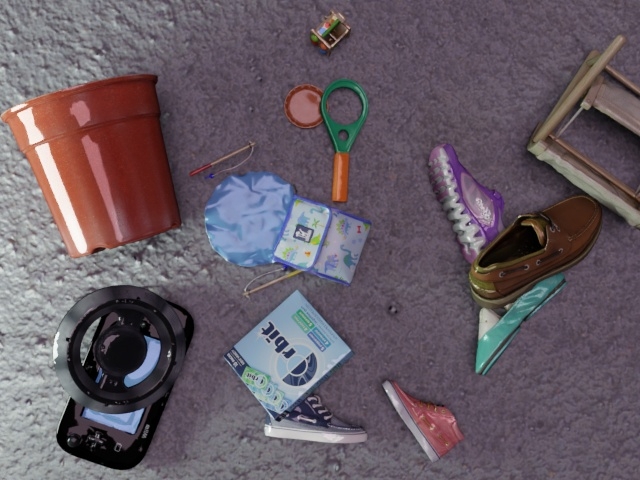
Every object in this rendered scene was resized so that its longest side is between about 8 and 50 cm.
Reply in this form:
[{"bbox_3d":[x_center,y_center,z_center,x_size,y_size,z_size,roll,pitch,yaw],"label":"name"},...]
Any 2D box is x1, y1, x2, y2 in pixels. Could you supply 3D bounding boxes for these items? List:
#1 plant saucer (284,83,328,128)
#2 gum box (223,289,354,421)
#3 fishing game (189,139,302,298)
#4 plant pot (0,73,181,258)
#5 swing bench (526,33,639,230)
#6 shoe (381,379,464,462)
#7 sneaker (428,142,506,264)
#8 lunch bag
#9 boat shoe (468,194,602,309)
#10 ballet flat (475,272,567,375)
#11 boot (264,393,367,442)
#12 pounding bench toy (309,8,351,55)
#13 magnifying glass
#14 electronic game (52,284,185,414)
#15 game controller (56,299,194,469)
[{"bbox_3d":[-0.027,-0.253,1.525,0.083,0.013,0.083,0,88,-1],"label":"plant saucer"},{"bbox_3d":[-0.058,0.208,1.462,0.184,0.041,0.157,-41,68,-3],"label":"gum box"},{"bbox_3d":[-0.123,-0.042,1.501,0.189,0.041,0.264,-27,96,-2],"label":"fishing game"},{"bbox_3d":[-0.374,-0.122,1.399,0.272,0.272,0.265,-17,96,-2],"label":"plant pot"},{"bbox_3d":[0.546,-0.188,1.468,0.253,0.165,0.254,36,92,0],"label":"swing bench"},{"bbox_3d":[0.190,0.316,1.482,0.081,0.063,0.178,-35,94,-4],"label":"shoe"},{"bbox_3d":[0.282,-0.075,1.492,0.104,0.095,0.236,-25,94,-8],"label":"sneaker"},{"bbox_3d":[0.000,0.000,1.465,0.151,0.096,0.129,21,86,-10],"label":"lunch bag"},{"bbox_3d":[0.396,0.002,1.441,0.307,0.104,0.111,-38,48,-19],"label":"boat shoe"},{"bbox_3d":[0.347,0.135,1.490,0.087,0.083,0.247,42,83,14],"label":"ballet flat"},{"bbox_3d":[-0.006,0.320,1.470,0.190,0.069,0.086,5,83,1],"label":"boot"},{"bbox_3d":[0.016,-0.389,1.498,0.052,0.083,0.065,45,86,1],"label":"pounding bench toy"},{"bbox_3d":[0.041,-0.188,1.515,0.092,0.026,0.231,3,88,-13],"label":"magnifying glass"},{"bbox_3d":[-0.351,0.192,1.414,0.229,0.048,0.229,-2,95,-22],"label":"electronic game"},{"bbox_3d":[-0.353,0.252,1.466,0.166,0.067,0.319,21,87,0],"label":"game controller"}]
